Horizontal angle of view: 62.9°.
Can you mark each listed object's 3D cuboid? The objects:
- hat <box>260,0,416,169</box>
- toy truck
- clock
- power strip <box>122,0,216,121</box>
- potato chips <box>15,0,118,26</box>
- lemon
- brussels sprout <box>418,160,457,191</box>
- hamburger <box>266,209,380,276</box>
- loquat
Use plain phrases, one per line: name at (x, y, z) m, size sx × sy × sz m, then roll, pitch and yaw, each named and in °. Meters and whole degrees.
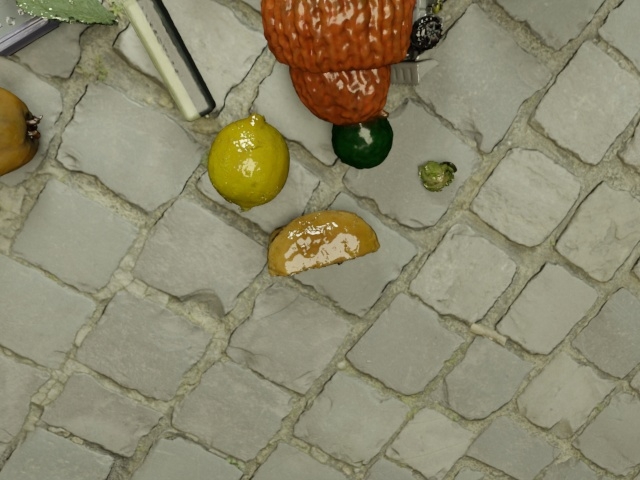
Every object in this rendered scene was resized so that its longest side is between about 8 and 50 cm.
hat at (0.038, -0.347, 1.059) m, size 0.285 × 0.285 × 0.400 m, roll -8°, pitch 136°, yaw -4°
toy truck at (0.202, -0.463, 1.060) m, size 0.111 × 0.136 × 0.286 m, roll -10°, pitch 112°, yaw -26°
clock at (-0.614, -0.466, 0.984) m, size 0.144 × 0.073 × 0.193 m, roll -30°, pitch 110°, yaw 3°
power strip at (-0.293, -0.356, 1.043) m, size 0.070 × 0.105 × 0.257 m, roll -27°, pitch 109°, yaw 4°
potato chips at (-0.491, -0.472, 0.958) m, size 0.059 × 0.167 × 0.228 m, roll -22°, pitch 115°, yaw 47°
lemon at (-0.148, -0.165, 1.090) m, size 0.173 × 0.173 × 0.206 m, roll 13°, pitch 114°, yaw -11°
brussels sprout at (0.277, -0.151, 1.211) m, size 0.085 × 0.058 × 0.085 m, roll -8°, pitch 110°, yaw -23°
hamburger at (0.000, 0.000, 1.189) m, size 0.261 × 0.124 × 0.131 m, roll -12°, pitch 109°, yaw -4°
loquat at (-0.660, -0.208, 1.014) m, size 0.234 × 0.176 × 0.187 m, roll -20°, pitch 152°, yaw -19°
